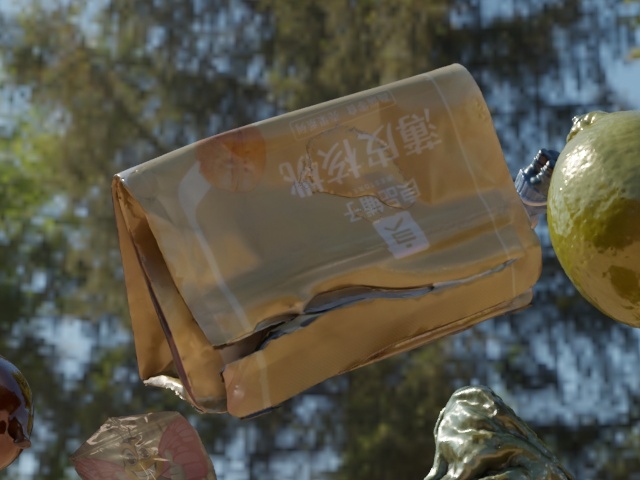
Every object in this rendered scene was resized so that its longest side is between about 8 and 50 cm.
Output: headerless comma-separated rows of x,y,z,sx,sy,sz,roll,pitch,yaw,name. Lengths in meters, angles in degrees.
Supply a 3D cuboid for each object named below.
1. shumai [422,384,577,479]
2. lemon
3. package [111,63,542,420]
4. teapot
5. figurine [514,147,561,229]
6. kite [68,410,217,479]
0.146,0.230,1.517,0.142,0.184,0.184,-38,-21,-4,shumai
0.294,-0.022,1.619,0.184,0.248,0.184,-14,-44,-14,lemon
0.017,0.017,1.425,0.311,0.221,0.165,-18,33,-24,package
-0.304,0.150,1.498,0.173,0.116,0.116,4,-17,20,teapot
0.226,-0.040,2.058,0.079,0.077,0.136,0,-48,-31,figurine
-0.138,0.347,2.019,0.204,0.360,0.022,-24,8,40,kite
